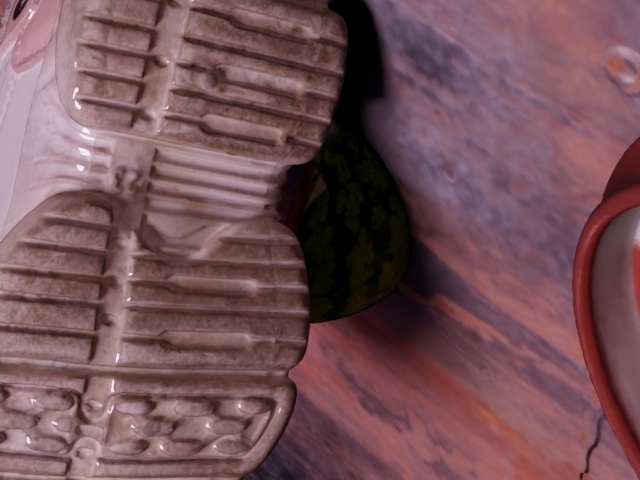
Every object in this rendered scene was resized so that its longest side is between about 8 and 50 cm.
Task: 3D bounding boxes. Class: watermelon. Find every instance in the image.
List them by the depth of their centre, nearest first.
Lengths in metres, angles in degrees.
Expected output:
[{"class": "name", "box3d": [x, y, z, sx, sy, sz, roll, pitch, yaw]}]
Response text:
[{"class": "watermelon", "box3d": [-0.004, 0.010, 0.757, 0.087, 0.069, 0.163, 41, 147, 17]}]

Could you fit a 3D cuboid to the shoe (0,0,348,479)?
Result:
[{"class": "shoe", "box3d": [-0.104, -0.006, 0.695, 0.172, 0.351, 0.198, 19, 180, -26]}]

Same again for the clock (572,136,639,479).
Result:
[{"class": "clock", "box3d": [0.218, 0.086, 0.497, 0.318, 0.080, 0.318, 53, 165, 21]}]
